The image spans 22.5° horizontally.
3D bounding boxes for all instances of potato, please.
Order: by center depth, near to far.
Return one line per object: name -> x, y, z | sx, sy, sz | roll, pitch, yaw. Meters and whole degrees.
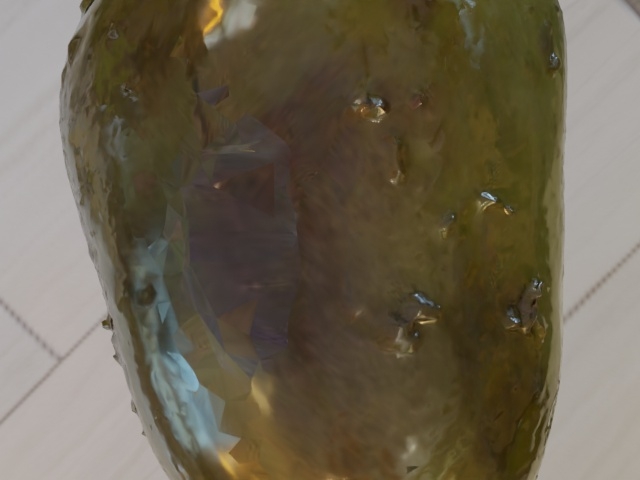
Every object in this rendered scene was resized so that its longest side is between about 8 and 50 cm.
potato -> 0.000, 0.000, 0.635 | 0.210, 0.173, 0.307 | -6, 95, 20
